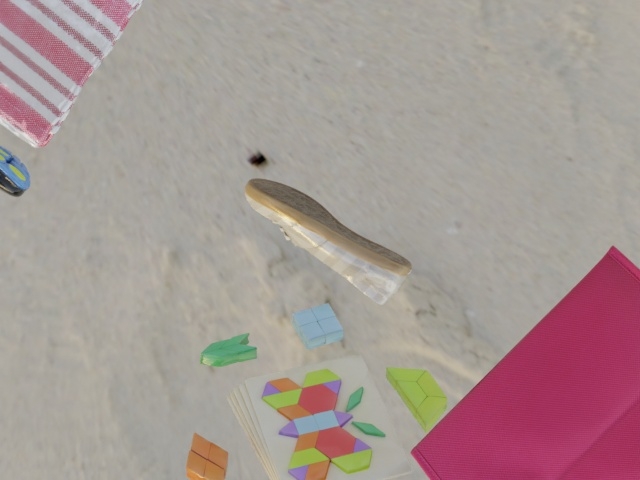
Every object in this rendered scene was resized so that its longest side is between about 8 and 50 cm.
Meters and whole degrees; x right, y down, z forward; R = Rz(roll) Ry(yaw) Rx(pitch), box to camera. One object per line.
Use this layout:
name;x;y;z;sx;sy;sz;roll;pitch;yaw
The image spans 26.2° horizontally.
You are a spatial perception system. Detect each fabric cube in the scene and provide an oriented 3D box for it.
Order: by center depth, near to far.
fabric cube;0.287;0.210;1.199;0.258;0.259;0.254;-47;137;8

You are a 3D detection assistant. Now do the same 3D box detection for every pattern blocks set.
pattern blocks set;-0.001;0.197;1.429;0.285;0.325;0.026;-23;138;-25

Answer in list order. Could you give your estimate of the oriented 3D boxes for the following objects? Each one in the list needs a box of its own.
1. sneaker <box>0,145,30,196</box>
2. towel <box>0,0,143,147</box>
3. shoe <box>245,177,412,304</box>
sneaker;-0.391;-0.077;1.440;0.188;0.067;0.078;15;95;6
towel;-0.200;-0.182;0.980;0.144;0.029;0.197;39;104;4
shoe;0.000;0.000;1.601;0.219;0.076;0.058;31;109;8
